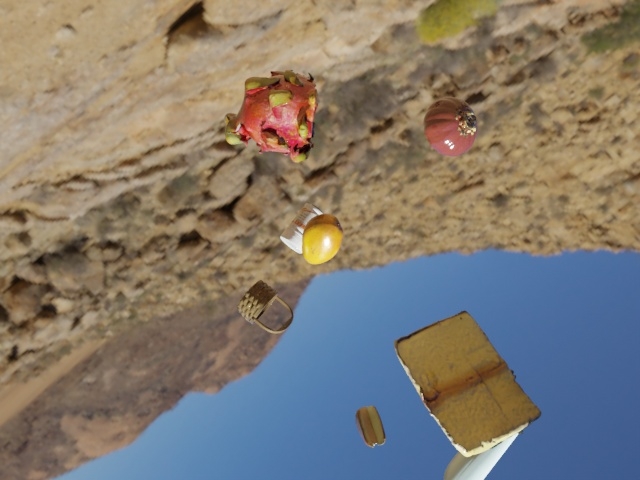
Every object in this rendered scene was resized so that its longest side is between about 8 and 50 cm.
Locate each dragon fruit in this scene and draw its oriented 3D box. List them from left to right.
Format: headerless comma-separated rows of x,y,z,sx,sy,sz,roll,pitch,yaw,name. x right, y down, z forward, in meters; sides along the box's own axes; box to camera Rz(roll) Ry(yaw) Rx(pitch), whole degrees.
-0.070,-0.186,1.284,0.208,0.150,0.133,0,-111,43,dragon fruit

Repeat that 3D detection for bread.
0.090,0.338,1.577,0.043,0.062,0.109,-14,-169,-7,bread
0.244,0.243,1.440,0.135,0.240,0.178,-38,162,16,bread

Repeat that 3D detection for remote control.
0.321,0.415,1.693,0.103,0.051,0.293,-81,-165,-53,remote control

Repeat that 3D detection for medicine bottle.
-0.032,-0.025,1.678,0.089,0.057,0.057,-51,-173,-10,medicine bottle

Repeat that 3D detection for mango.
0.000,0.000,1.239,0.046,0.060,0.089,-74,-170,-51,mango

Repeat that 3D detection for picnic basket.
-0.083,0.110,1.320,0.072,0.083,0.072,-52,174,-7,picnic basket

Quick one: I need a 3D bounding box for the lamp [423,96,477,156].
0.218,-0.190,1.416,0.101,0.101,0.090,-46,-163,-33,lamp
